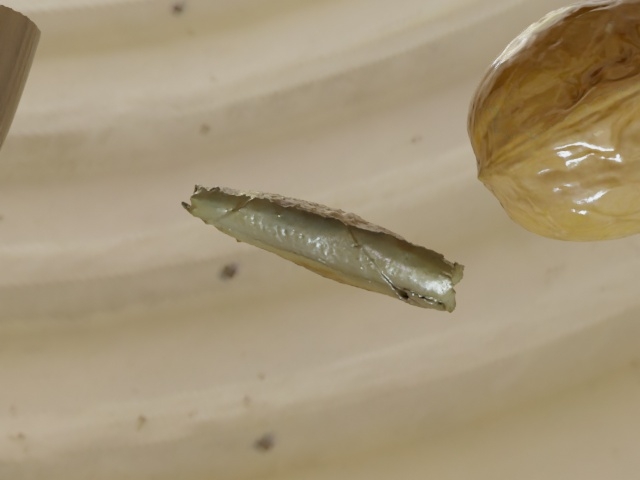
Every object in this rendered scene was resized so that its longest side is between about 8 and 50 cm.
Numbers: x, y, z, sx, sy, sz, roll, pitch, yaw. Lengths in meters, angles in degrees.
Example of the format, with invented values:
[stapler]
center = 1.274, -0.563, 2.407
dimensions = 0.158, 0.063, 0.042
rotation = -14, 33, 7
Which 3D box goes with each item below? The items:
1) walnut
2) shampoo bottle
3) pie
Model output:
[walnut]
center = 0.192, -0.082, 1.117
dimensions = 0.207, 0.159, 0.159
rotation = -24, -123, -18
[shampoo bottle]
center = -0.313, -0.074, 1.372
dimensions = 0.127, 0.078, 0.256
rotation = 7, -115, 32
[pie]
center = 0.000, 0.000, 1.609
dimensions = 0.282, 0.068, 0.128
rotation = 17, 176, 3
